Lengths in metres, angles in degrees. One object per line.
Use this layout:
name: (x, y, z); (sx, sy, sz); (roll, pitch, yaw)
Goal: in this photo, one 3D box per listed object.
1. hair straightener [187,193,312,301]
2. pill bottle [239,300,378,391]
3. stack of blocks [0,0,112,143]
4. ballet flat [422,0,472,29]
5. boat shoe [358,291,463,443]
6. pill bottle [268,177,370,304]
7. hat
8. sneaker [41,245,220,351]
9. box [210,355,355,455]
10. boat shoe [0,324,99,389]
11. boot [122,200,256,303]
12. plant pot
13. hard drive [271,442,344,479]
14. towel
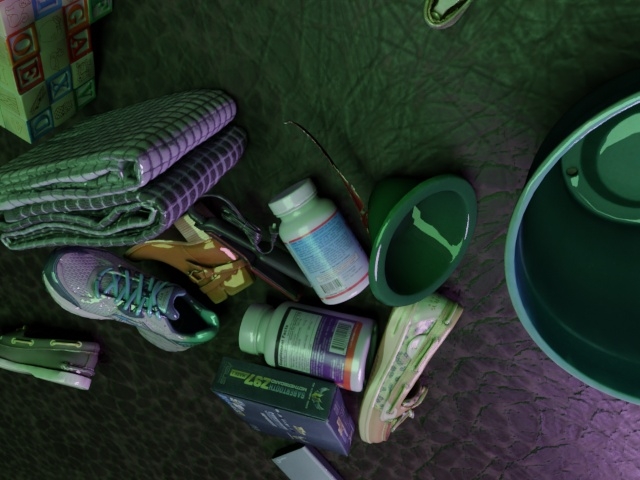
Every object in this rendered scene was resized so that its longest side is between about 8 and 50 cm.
hair straightener: (-0.092, -0.007, 0.752); (0.230, 0.047, 0.089); (40, 124, -12)
pill bottle: (-0.018, 0.151, 0.790); (0.194, 0.108, 0.108); (11, 121, 17)
stack of blocks: (-0.344, -0.285, 0.640); (0.087, 0.171, 0.297); (31, 142, 4)
ballet flat: (0.161, -0.279, 0.515); (0.057, 0.052, 0.168); (36, 124, 0)
boat shoe: (0.121, 0.195, 0.761); (0.089, 0.104, 0.285); (19, 122, 14)
pill bottle: (0.000, 0.000, 0.712); (0.087, 0.087, 0.160); (-23, 107, 30)
hat: (0.077, -0.047, 0.683); (0.183, 0.173, 0.208); (39, 141, 42)
sneaker: (-0.271, 0.081, 0.805); (0.122, 0.110, 0.283); (-13, 144, 41)
box: (-0.049, 0.269, 0.838); (0.183, 0.059, 0.232); (9, 150, 16)
boat shoe: (-0.578, 0.225, 1.065); (0.305, 0.091, 0.109); (7, 156, 20)
boot: (-0.208, 0.038, 0.829); (0.197, 0.073, 0.152); (-21, 114, 34)
plant pot: (0.309, -0.040, 0.467); (0.272, 0.255, 0.271); (9, 120, 16)
hard drive: (-0.017, 0.442, 1.002); (0.094, 0.022, 0.135); (-34, 101, 33)
towel: (-0.260, -0.087, 0.683); (0.284, 0.235, 0.121); (-6, 120, 25)
